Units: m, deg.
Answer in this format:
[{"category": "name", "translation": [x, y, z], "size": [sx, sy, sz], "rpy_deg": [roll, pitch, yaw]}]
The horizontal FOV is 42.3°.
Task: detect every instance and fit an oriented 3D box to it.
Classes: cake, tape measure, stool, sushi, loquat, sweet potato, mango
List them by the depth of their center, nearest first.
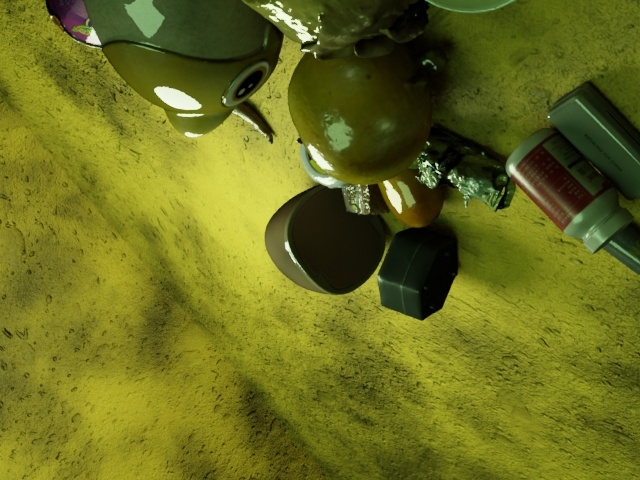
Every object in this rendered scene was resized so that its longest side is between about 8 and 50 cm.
[{"category": "cake", "translation": [0.048, -0.493, 1.537], "size": [0.332, 0.332, 0.321], "rpy_deg": [3, 159, 47]}, {"category": "loquat", "translation": [0.101, -0.294, 1.714], "size": [0.359, 0.328, 0.328], "rpy_deg": [-31, 110, 22]}, {"category": "sushi", "translation": [0.298, -0.150, 1.845], "size": [0.291, 0.131, 0.139], "rpy_deg": [27, 137, 19]}, {"category": "tape measure", "translation": [0.032, -0.227, 1.969], "size": [0.197, 0.120, 0.236], "rpy_deg": [-40, 72, 46]}, {"category": "mango", "translation": [0.209, -0.132, 1.980], "size": [0.151, 0.120, 0.221], "rpy_deg": [-6, 119, 53]}, {"category": "cake", "translation": [0.094, -0.184, 2.063], "size": [0.116, 0.113, 0.295], "rpy_deg": [3, 121, 45]}, {"category": "stool", "translation": [0.254, 0.084, 2.125], "size": [0.141, 0.232, 0.232], "rpy_deg": [20, 145, 28]}, {"category": "sweet potato", "translation": [-0.205, -0.342, 2.244], "size": [0.214, 0.050, 0.050], "rpy_deg": [37, 150, -6]}]

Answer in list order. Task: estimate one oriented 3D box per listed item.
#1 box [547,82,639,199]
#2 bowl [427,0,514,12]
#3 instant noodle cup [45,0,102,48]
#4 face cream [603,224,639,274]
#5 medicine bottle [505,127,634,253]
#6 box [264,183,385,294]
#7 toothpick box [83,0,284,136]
[{"category": "box", "translation": [0.552, -0.187, 1.586], "size": [0.243, 0.055, 0.103], "rpy_deg": [43, 151, -6]}, {"category": "bowl", "translation": [0.253, -0.526, 1.348], "size": [0.277, 0.145, 0.277], "rpy_deg": [10, 129, 12]}, {"category": "instant noodle cup", "translation": [-0.540, -0.634, 2.060], "size": [0.251, 0.251, 0.190], "rpy_deg": [44, 141, -7]}, {"category": "face cream", "translation": [0.616, -0.010, 1.730], "size": [0.283, 0.073, 0.073], "rpy_deg": [38, 150, 5]}, {"category": "medicine bottle", "translation": [0.493, -0.100, 1.640], "size": [0.250, 0.131, 0.131], "rpy_deg": [49, 153, 17]}, {"category": "box", "translation": [0.000, 0.000, 2.252], "size": [0.301, 0.301, 0.216], "rpy_deg": [49, 156, -15]}, {"category": "toothpick box", "translation": [-0.274, -0.483, 1.780], "size": [0.409, 0.409, 0.425], "rpy_deg": [20, 151, 31]}]
